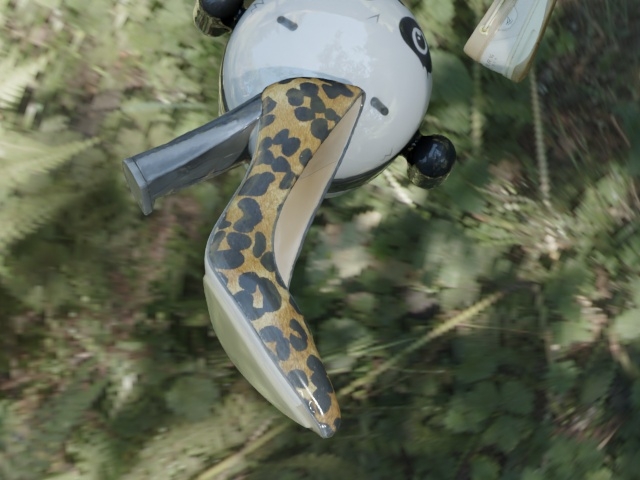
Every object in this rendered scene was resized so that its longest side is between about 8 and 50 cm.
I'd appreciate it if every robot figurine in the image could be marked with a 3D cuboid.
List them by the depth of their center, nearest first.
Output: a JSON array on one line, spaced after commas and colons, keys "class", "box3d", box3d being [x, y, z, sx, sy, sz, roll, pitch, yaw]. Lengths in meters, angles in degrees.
[{"class": "robot figurine", "box3d": [0.003, -0.126, 1.551, 0.209, 0.278, 0.173, -3, 86, -4]}]

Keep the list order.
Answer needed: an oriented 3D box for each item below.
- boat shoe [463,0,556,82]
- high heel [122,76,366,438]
[{"class": "boat shoe", "box3d": [0.155, -0.204, 1.407, 0.059, 0.063, 0.170, 21, 75, 5]}, {"class": "high heel", "box3d": [0.000, 0.000, 1.307, 0.186, 0.093, 0.261, -26, 64, -16]}]
